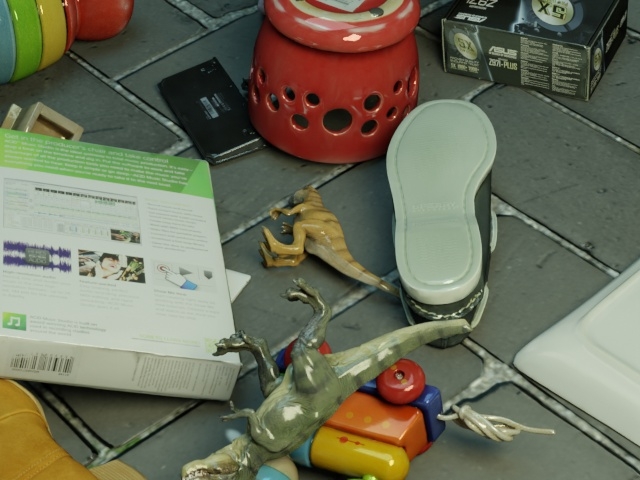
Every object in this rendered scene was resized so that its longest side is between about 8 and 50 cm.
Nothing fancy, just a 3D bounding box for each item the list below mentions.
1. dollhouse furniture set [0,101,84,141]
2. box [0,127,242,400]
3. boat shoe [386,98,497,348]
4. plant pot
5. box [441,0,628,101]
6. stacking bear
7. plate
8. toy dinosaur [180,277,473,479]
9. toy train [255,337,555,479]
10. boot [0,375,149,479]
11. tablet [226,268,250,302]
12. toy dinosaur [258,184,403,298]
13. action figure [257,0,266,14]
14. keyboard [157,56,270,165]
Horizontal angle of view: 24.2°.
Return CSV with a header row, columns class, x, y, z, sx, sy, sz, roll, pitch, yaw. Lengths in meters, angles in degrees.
class,x,y,z,sx,sy,sz,roll,pitch,yaw
dollhouse furniture set,-0.469,-0.026,1.565,0.174,0.303,0.355,-8,56,58
box,-0.209,0.017,1.445,0.232,0.058,0.322,9,38,-17
boat shoe,0.120,-0.024,1.490,0.114,0.091,0.302,2,43,11
plant pot,0.016,-0.207,1.636,0.191,0.174,0.191,2,41,-1
box,0.252,-0.250,1.743,0.180,0.077,0.147,15,46,23
stacking bear,-0.362,-0.278,1.802,0.289,0.175,0.164,-18,82,-28
plate,0.366,0.092,1.361,0.277,0.045,0.278,-34,48,-29
toy dinosaur,-0.017,0.106,1.238,0.268,0.064,0.118,-35,75,-4
toy train,0.058,0.184,1.261,0.248,0.105,0.143,13,55,21
boot,-0.295,0.190,1.225,0.295,0.104,0.211,21,12,20
tablet,-0.118,0.042,1.511,0.083,0.006,0.054,16,45,23
toy dinosaur,0.000,0.000,1.501,0.112,0.064,0.211,-19,43,-15
action figure,0.076,-0.339,1.729,0.370,0.275,0.248,15,40,16
keyboard,-0.111,-0.153,1.724,0.108,0.023,0.180,-24,44,-10
